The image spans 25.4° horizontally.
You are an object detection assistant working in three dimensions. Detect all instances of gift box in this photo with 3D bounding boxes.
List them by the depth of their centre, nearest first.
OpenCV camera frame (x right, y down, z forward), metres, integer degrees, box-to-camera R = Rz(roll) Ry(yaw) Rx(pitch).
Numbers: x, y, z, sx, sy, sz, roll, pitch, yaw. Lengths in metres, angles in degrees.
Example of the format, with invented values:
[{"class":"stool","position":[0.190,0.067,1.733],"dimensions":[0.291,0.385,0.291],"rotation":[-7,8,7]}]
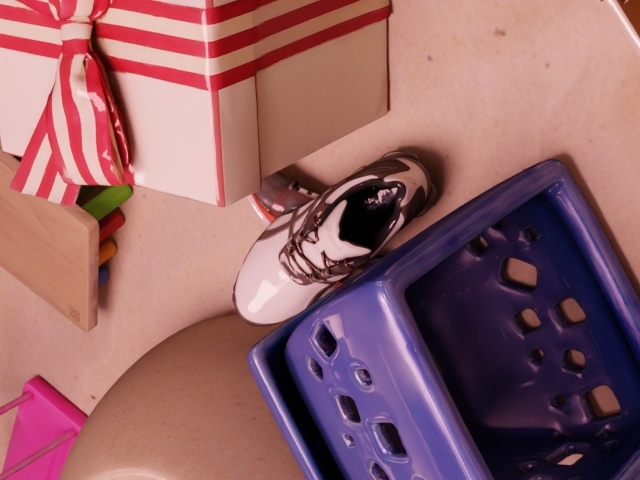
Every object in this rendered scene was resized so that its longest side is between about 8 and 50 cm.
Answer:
[{"class":"gift box","position":[-0.122,-0.171,1.071],"dimensions":[0.276,0.258,0.255],"rotation":[8,115,33]}]

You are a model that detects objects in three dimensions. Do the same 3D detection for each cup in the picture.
[{"class":"cup","position":[-0.095,0.244,1.189],"dimensions":[0.331,0.237,0.331],"rotation":[3,98,20]}]

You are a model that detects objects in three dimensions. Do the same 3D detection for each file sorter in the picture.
[{"class":"file sorter","position":[-0.275,0.331,1.472],"dimensions":[0.290,0.182,0.202],"rotation":[36,128,19]}]

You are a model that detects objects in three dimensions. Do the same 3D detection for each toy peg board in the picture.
[{"class":"toy peg board","position":[-0.255,-0.023,1.377],"dimensions":[0.161,0.079,0.161],"rotation":[35,144,20]}]

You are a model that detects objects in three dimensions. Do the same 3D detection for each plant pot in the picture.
[{"class":"plant pot","position":[0.099,0.108,1.059],"dimensions":[0.212,0.236,0.236],"rotation":[-25,95,49]}]

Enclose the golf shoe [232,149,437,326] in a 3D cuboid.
[{"class":"golf shoe","position":[0.000,0.000,1.120],"dimensions":[0.198,0.094,0.077],"rotation":[-41,89,14]}]

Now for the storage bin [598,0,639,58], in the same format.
[{"class":"storage bin","position":[0.288,-0.168,0.848],"dimensions":[0.260,0.123,0.262],"rotation":[-31,91,42]}]

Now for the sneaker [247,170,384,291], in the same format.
[{"class":"sneaker","position":[-0.003,-0.022,1.195],"dimensions":[0.065,0.061,0.158],"rotation":[-42,87,19]}]
